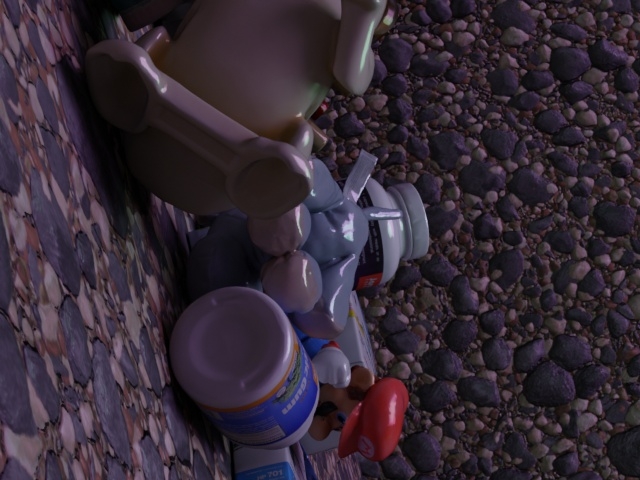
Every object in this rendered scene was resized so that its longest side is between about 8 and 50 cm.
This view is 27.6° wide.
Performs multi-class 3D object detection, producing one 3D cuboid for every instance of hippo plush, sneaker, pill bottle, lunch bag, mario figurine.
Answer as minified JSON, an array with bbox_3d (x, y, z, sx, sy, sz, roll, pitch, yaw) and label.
[{"bbox_3d":[-0.075,-0.012,1.743,0.234,0.236,0.294,61,39,-35],"label":"hippo plush"},{"bbox_3d":[-0.243,-0.361,1.717,0.121,0.108,0.302,61,0,-19],"label":"sneaker"},{"bbox_3d":[-0.084,0.175,1.642,0.272,0.152,0.152,66,10,-64],"label":"pill bottle"},{"bbox_3d":[-0.048,0.369,2.097,0.067,0.065,0.098,55,-12,51],"label":"lunch bag"},{"bbox_3d":[0.000,0.000,2.060,0.181,0.323,0.181,168,-90,-76],"label":"pill bottle"},{"bbox_3d":[-0.016,0.205,1.862,0.320,0.170,0.198,41,9,35],"label":"mario figurine"}]

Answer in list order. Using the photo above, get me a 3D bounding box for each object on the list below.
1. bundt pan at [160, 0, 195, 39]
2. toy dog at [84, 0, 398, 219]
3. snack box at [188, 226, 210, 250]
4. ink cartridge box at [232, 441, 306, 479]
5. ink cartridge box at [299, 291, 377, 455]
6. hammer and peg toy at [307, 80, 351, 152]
[{"bbox_3d":[-0.214,-0.409,2.211,0.331,0.124,0.331,-14,90,-87],"label":"bundt pan"},{"bbox_3d":[-0.053,-0.232,1.590,0.408,0.284,0.395,-58,174,-24],"label":"toy dog"},{"bbox_3d":[-0.155,0.060,1.914,0.100,0.037,0.141,67,8,-77],"label":"snack box"},{"bbox_3d":[-0.069,0.327,1.821,0.190,0.082,0.139,-98,172,-54],"label":"ink cartridge box"},{"bbox_3d":[-0.017,0.195,2.201,0.270,0.197,0.198,-100,174,-48],"label":"ink cartridge box"},{"bbox_3d":[-0.033,-0.226,2.141,0.127,0.361,0.266,42,38,-12],"label":"hammer and peg toy"}]
